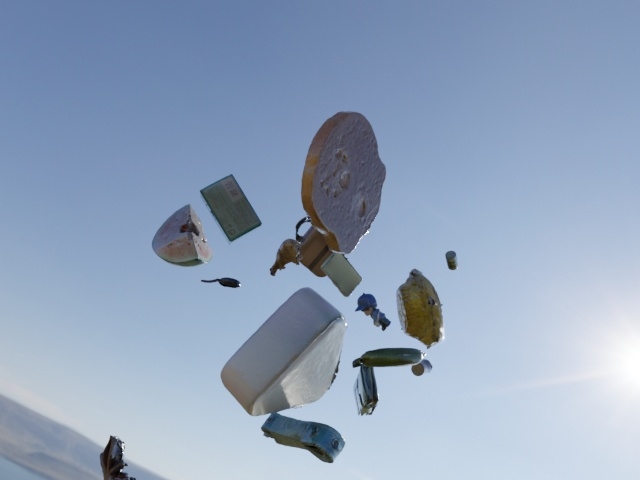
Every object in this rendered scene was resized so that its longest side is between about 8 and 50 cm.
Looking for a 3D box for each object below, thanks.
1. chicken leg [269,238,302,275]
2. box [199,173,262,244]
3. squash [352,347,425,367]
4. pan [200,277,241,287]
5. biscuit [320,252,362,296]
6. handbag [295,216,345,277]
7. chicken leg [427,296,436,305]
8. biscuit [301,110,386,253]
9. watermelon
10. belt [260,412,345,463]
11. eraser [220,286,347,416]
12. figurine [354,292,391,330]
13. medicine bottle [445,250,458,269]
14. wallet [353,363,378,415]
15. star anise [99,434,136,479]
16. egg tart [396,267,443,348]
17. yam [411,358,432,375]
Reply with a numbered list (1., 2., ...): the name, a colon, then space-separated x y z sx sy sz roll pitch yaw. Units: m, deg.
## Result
1. chicken leg: -0.141 0.077 1.936 0.101 0.085 0.207 31 -56 -10
2. box: -0.365 -0.124 1.930 0.245 0.153 0.092 60 -16 2
3. squash: 0.269 0.433 1.753 0.318 0.071 0.080 1 -49 -23
4. pan: -0.511 0.211 2.443 0.212 0.040 0.115 13 -22 -29
5. biscuit: 0.093 0.144 2.088 0.199 0.121 0.040 52 -21 -25
6. handbag: 0.000 0.000 2.304 0.283 0.149 0.302 37 -75 -14
7. chicken leg: 0.442 0.241 1.895 0.021 0.036 0.083 -12 -3 -6
8. biscuit: 0.073 -0.178 1.412 0.062 0.385 0.365 5 -37 38
9. watermelon: -0.566 0.023 1.969 0.188 0.322 0.175 -24 -52 7
10. belt: -0.054 0.518 1.259 0.302 0.072 0.087 -13 -59 51
11. eraser: -0.060 0.281 1.236 0.150 0.331 0.331 38 -23 33
12. figurine: 0.194 0.263 1.744 0.149 0.086 0.087 42 -68 7
13. medicine bottle: 0.560 0.086 2.027 0.047 0.047 0.083 6 -36 28
14. wallet: 0.197 0.653 2.070 0.075 0.176 0.250 -3 -35 -6
15. star anise: -0.772 0.904 1.835 0.257 0.110 0.198 50 -50 24
16. egg tart: 0.455 0.326 2.243 0.168 0.388 0.388 -11 -36 -4
17. yam: 0.530 0.668 2.501 0.084 0.084 0.127 1 -6 33
